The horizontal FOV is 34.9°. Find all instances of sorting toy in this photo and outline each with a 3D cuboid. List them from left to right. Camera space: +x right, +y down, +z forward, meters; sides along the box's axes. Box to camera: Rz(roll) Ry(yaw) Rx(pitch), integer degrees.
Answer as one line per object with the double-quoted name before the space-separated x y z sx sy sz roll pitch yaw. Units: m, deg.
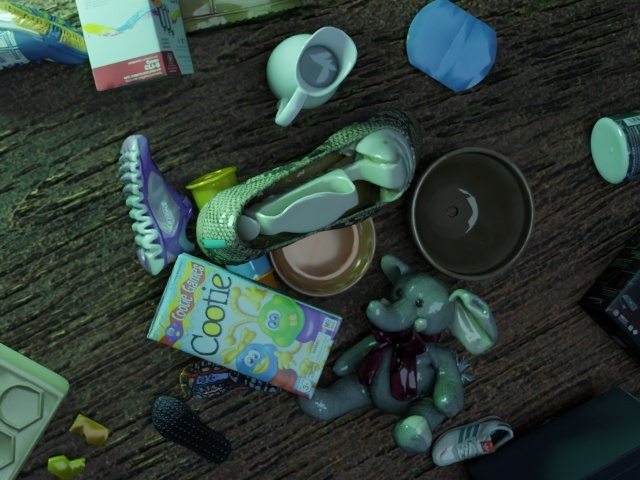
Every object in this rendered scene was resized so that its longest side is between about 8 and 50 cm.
"sorting toy" -0.524 0.310 1.696 0.307 0.041 0.229 32 81 -15

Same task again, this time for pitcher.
"pitcher" -0.034 -0.263 1.695 0.125 0.207 0.178 38 84 -14

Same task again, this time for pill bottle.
"pill bottle" 0.650 -0.191 1.926 0.245 0.130 0.131 -12 97 -14

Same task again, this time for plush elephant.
"plush elephant" 0.152 0.172 1.756 0.330 0.271 0.256 -20 115 -41

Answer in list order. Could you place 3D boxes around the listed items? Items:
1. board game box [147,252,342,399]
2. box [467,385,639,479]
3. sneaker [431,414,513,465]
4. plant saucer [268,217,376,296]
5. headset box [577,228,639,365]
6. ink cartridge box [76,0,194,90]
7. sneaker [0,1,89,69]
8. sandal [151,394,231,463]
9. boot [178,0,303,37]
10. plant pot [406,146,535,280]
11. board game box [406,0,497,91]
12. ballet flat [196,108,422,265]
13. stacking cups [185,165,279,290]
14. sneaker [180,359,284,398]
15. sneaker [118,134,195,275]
"board game box" -0.123 0.136 1.650 0.275 0.144 0.142 22 89 -5
"box" 0.490 0.498 1.874 0.343 0.179 0.313 -25 115 -12
"sneaker" 0.285 0.377 1.896 0.161 0.075 0.057 -21 99 -13
"plant saucer" 0.000 0.000 1.812 0.199 0.037 0.200 -1 95 -15
"headset box" 0.679 0.089 1.963 0.218 0.110 0.293 44 83 -13
"ink cartridge box" -0.299 -0.341 1.639 0.127 0.128 0.176 -10 98 16
"sneaker" -0.520 -0.315 1.629 0.296 0.112 0.131 14 108 -14
"sandal" -0.230 0.330 1.778 0.067 0.040 0.179 -47 118 -2
"boot" -0.166 -0.495 1.706 0.236 0.089 0.270 -14 96 -14
"plant pot" 0.258 -0.049 1.840 0.237 0.109 0.238 -1 93 -15
"board game box" 0.235 -0.353 1.854 0.168 0.033 0.133 29 91 -10
"ballet flat" 0.027 -0.085 1.685 0.482 0.182 0.164 -27 107 -26
"stacking cups" -0.136 0.034 1.759 0.096 0.096 0.316 -22 104 -13
"sneaker" -0.135 0.224 1.765 0.221 0.087 0.083 -2 89 -11
"sneaker" -0.270 -0.065 1.712 0.104 0.095 0.237 -15 103 -20
